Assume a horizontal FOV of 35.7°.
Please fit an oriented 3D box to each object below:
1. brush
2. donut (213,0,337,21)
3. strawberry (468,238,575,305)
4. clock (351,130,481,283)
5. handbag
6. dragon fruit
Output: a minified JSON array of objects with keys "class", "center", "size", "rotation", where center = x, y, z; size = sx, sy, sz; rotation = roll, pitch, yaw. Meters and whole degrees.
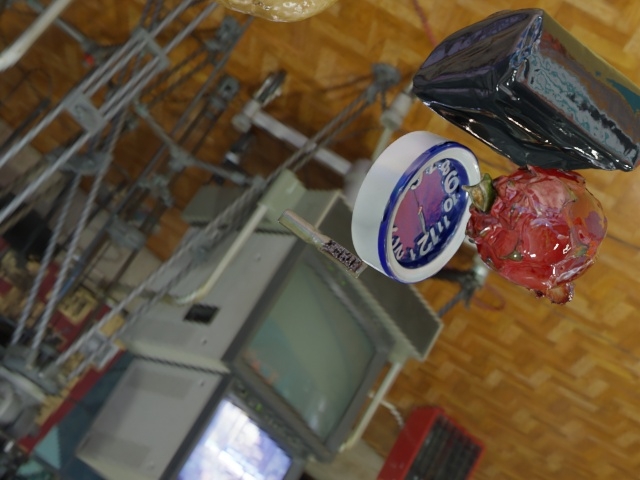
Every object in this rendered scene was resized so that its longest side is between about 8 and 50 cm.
[{"class":"brush","center":[0.000,0.000,2.224],"size":[0.248,0.043,0.036],"rotation":[37,165,27]},{"class":"donut","center":[-0.044,-0.402,1.112],"size":[0.150,0.299,0.317],"rotation":[-124,24,-48]},{"class":"strawberry","center":[0.372,0.022,1.738],"size":[0.208,0.087,0.167],"rotation":[50,154,11]},{"class":"clock","center":[0.148,-0.051,1.527],"size":[0.083,0.230,0.230],"rotation":[28,157,35]},{"class":"handbag","center":[0.322,-0.229,1.501],"size":[0.301,0.178,0.275],"rotation":[27,176,-28]},{"class":"dragon fruit","center":[0.289,-0.019,1.315],"size":[0.209,0.172,0.172],"rotation":[14,169,-37]}]
